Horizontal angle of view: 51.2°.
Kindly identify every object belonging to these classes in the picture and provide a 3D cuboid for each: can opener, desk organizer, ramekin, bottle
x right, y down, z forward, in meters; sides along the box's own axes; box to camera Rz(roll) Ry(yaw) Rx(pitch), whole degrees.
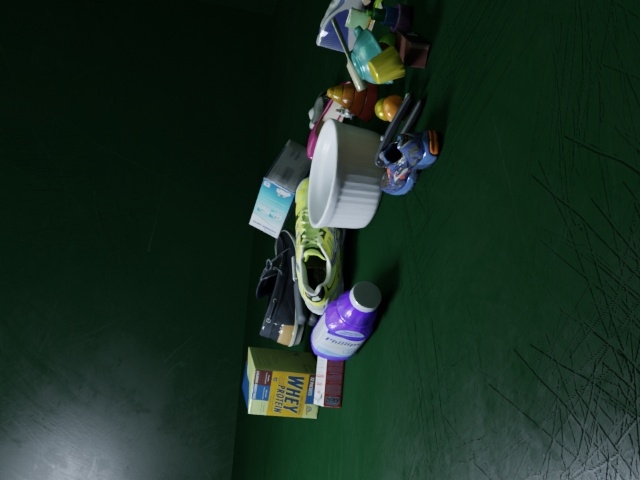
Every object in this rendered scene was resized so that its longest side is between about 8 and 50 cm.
[{"bbox_3d":[-0.048,0.142,2.133,0.093,0.074,0.280,113,159,-47],"label":"can opener"},{"bbox_3d":[0.198,-0.420,1.464,0.130,0.047,0.050,-104,21,-61],"label":"desk organizer"},{"bbox_3d":[0.167,-0.235,1.446,0.073,0.059,0.186,-75,4,-55],"label":"can opener"},{"bbox_3d":[0.065,-0.161,1.689,0.277,0.135,0.277,-173,90,-77],"label":"ramekin"},{"bbox_3d":[0.063,0.187,1.538,0.283,0.118,0.092,118,158,-55],"label":"bottle"}]

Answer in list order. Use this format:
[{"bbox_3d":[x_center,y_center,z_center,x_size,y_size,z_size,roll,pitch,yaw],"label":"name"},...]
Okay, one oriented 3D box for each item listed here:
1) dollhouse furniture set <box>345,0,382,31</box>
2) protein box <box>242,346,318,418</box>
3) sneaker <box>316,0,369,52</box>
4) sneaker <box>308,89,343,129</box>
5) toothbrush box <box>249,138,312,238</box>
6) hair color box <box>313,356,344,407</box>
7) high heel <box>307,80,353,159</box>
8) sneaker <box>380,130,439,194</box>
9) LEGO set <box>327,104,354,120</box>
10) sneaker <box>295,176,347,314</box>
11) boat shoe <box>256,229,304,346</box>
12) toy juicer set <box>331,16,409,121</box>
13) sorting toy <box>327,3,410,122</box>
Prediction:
[{"bbox_3d":[0.125,-0.629,1.829,0.152,0.076,0.059,112,161,-44],"label":"dollhouse furniture set"},{"bbox_3d":[-0.115,0.419,1.980,0.200,0.201,0.136,-140,59,-75],"label":"protein box"},{"bbox_3d":[0.090,-0.723,1.968,0.182,0.127,0.316,-97,26,-58],"label":"sneaker"},{"bbox_3d":[0.020,-0.401,2.105,0.271,0.100,0.108,-106,32,-60],"label":"sneaker"},{"bbox_3d":[-0.133,-0.183,2.412,0.216,0.126,0.295,-61,-2,-34],"label":"toothbrush box"},{"bbox_3d":[0.024,0.350,1.754,0.093,0.053,0.167,149,129,-72],"label":"hair color box"},{"bbox_3d":[0.031,-0.347,1.929,0.244,0.082,0.117,-55,-5,-3],"label":"high heel"},{"bbox_3d":[0.164,-0.165,1.372,0.221,0.087,0.083,123,153,-61],"label":"sneaker"},{"bbox_3d":[0.064,-0.236,1.900,0.132,0.107,0.287,-42,-32,-53],"label":"LEGO set"},{"bbox_3d":[0.000,0.000,1.798,0.147,0.145,0.385,61,-159,-71],"label":"sneaker"},{"bbox_3d":[-0.146,0.149,2.379,0.187,0.155,0.500,109,164,-46],"label":"boat shoe"},{"bbox_3d":[0.134,-0.391,1.548,0.209,0.089,0.329,65,178,-38],"label":"toy juicer set"},{"bbox_3d":[0.109,-0.449,1.687,0.366,0.126,0.127,116,158,-56],"label":"sorting toy"}]
